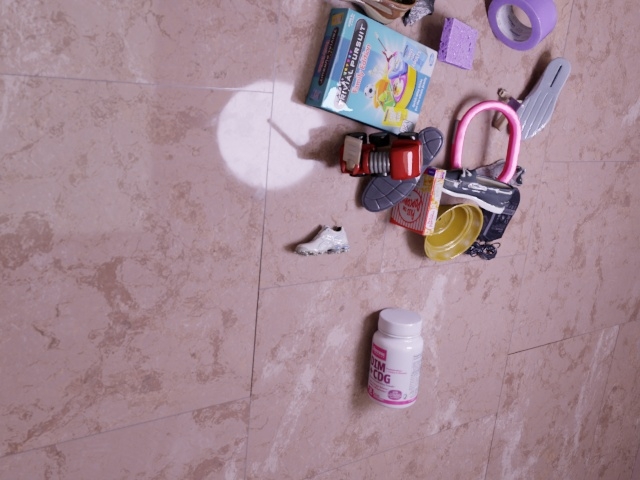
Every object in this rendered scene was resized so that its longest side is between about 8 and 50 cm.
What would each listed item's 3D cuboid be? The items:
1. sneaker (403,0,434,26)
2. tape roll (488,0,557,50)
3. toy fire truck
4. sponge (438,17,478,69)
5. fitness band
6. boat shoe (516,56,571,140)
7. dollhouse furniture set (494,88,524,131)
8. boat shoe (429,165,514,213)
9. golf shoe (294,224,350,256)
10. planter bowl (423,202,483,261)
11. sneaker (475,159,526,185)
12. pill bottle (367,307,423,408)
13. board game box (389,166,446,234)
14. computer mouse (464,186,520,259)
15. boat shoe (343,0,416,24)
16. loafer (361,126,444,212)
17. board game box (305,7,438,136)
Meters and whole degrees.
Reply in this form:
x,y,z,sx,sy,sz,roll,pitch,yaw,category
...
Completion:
x,y,z,sx,sy,sz,roll,pitch,yaw,category
0.296,-0.668,1.771,0.170,0.051,0.089,-32,122,-18,sneaker
0.600,-0.668,1.902,0.080,0.189,0.189,-43,126,-16,tape roll
0.146,-0.219,1.653,0.246,0.217,0.158,-55,145,-64,toy fire truck
0.399,-0.565,1.842,0.210,0.031,0.117,-12,114,-58,sponge
0.516,-0.290,1.992,0.209,0.054,0.290,4,106,-4,fitness band
0.737,-0.463,2.130,0.302,0.109,0.094,-58,171,4,boat shoe
0.609,-0.423,2.091,0.081,0.091,0.114,-9,139,-48,dollhouse furniture set
0.450,-0.178,1.945,0.303,0.114,0.091,16,120,-22,boat shoe
0.000,0.000,1.784,0.176,0.069,0.085,-6,89,-38,golf shoe
0.397,-0.047,2.012,0.217,0.090,0.217,-17,133,-20,planter bowl
0.585,-0.200,2.085,0.229,0.132,0.086,-30,121,-25,sneaker
0.238,0.367,2.007,0.160,0.160,0.282,-7,109,-35,pill bottle
0.285,-0.126,1.883,0.045,0.147,0.193,0,105,-37,board game box
0.580,-0.071,2.174,0.189,0.072,0.272,12,110,-40,computer mouse
0.117,-0.646,1.573,0.324,0.120,0.122,10,79,-46,boat shoe
0.239,-0.201,1.830,0.109,0.095,0.302,42,106,-4,loafer
0.144,-0.439,1.717,0.336,0.079,0.253,10,99,-38,board game box
